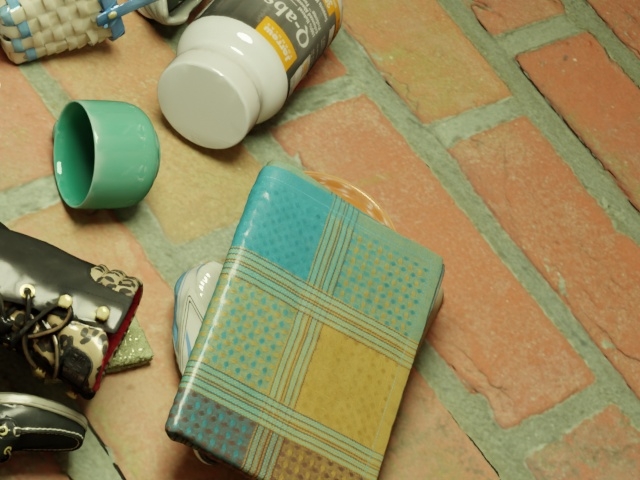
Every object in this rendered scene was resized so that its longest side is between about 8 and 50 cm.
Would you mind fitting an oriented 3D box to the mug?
[{"bbox_3d":[-0.254,-0.113,1.856,0.097,0.129,0.158,-1,55,-31],"label":"mug"}]

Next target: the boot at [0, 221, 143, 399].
[{"bbox_3d":[-0.350,0.070,1.577,0.284,0.138,0.377,24,17,-1],"label":"boot"}]

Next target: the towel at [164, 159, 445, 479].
[{"bbox_3d":[-0.011,0.116,1.778,0.271,0.040,0.370,31,58,-20],"label":"towel"}]

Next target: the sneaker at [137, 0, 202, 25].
[{"bbox_3d":[-0.141,-0.390,2.048,0.099,0.262,0.121,28,10,-34],"label":"sneaker"}]

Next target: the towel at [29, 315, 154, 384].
[{"bbox_3d":[-0.268,0.105,1.746,0.148,0.027,0.110,-7,59,-31],"label":"towel"}]

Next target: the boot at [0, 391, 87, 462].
[{"bbox_3d":[-0.352,0.245,1.559,0.236,0.085,0.179,8,56,-23],"label":"boot"}]

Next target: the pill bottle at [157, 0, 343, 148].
[{"bbox_3d":[-0.092,-0.251,2.027,0.162,0.162,0.278,33,46,0],"label":"pill bottle"}]

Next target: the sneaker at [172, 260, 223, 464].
[{"bbox_3d":[-0.127,0.143,1.763,0.085,0.086,0.237,11,64,-33],"label":"sneaker"}]

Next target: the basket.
[{"bbox_3d":[-0.314,-0.379,1.967,0.289,0.201,0.255,-29,68,-6],"label":"basket"}]

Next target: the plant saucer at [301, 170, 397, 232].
[{"bbox_3d":[0.000,0.000,1.920,0.200,0.037,0.200,12,49,-14],"label":"plant saucer"}]

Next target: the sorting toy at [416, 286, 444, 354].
[{"bbox_3d":[0.043,0.069,1.926,0.208,0.038,0.193,32,46,-1],"label":"sorting toy"}]
